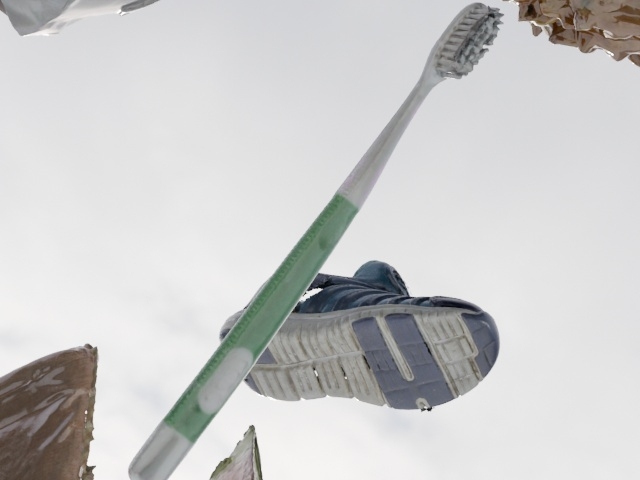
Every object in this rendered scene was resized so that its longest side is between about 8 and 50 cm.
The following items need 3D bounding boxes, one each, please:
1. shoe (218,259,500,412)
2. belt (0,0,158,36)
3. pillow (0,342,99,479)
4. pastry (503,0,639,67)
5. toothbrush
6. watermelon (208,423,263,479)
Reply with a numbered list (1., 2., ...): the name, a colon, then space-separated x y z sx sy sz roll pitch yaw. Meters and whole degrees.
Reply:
1. shoe: 0.031 0.056 1.331 0.207 0.106 0.091 2 -47 33
2. belt: -0.193 -0.330 1.499 0.217 0.122 0.339 35 -51 36
3. pillow: -0.201 0.168 1.285 0.135 0.211 0.034 -27 -45 28
4. pastry: 0.262 -0.285 1.408 0.405 0.292 0.337 34 -84 -9
5. toothbrush: 0.000 0.000 0.808 0.018 0.257 0.024 42 -10 -27
6. watermelon: -0.048 0.189 0.936 0.063 0.245 0.119 12 -64 -6
